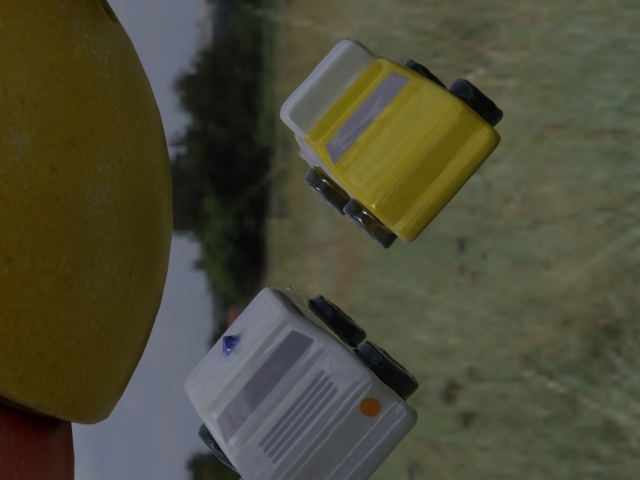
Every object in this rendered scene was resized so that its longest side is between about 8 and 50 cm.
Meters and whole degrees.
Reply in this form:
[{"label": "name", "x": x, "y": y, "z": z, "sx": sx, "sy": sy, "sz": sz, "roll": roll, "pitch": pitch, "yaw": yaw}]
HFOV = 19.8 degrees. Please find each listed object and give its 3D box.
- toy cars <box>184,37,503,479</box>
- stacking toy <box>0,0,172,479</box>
[{"label": "toy cars", "x": 0.000, "y": 0.000, "z": 0.990, "sx": 0.176, "sy": 0.087, "sz": 0.393, "roll": -34, "pitch": 24, "yaw": 39}, {"label": "stacking toy", "x": -0.165, "y": 0.003, "z": 0.527, "sx": 0.480, "sy": 0.351, "sz": 0.350, "roll": -57, "pitch": 2, "yaw": -2}]
